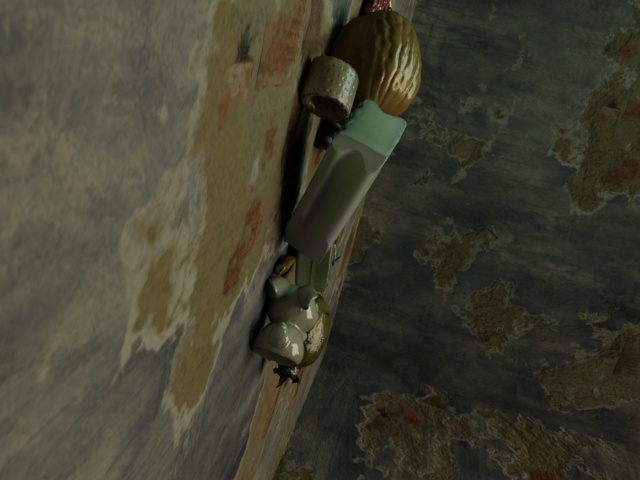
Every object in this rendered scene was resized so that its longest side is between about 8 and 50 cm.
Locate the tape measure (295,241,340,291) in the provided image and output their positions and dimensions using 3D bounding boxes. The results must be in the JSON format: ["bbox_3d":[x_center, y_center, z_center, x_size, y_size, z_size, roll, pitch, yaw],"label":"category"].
[{"bbox_3d":[0.000,0.000,1.573,0.207,0.115,0.235,-73,170,-71],"label":"tape measure"}]

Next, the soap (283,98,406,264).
[{"bbox_3d":[0.039,-0.114,1.302,0.347,0.115,0.208,-58,179,42],"label":"soap"}]

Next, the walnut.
[{"bbox_3d":[0.125,-0.396,1.357,0.225,0.224,0.261,80,22,-74],"label":"walnut"}]

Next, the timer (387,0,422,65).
[{"bbox_3d":[0.231,-0.667,1.973,0.266,0.175,0.175,64,39,-52],"label":"timer"}]

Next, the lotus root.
[{"bbox_3d":[-0.062,0.271,1.633,0.154,0.154,0.278,85,25,-71],"label":"lotus root"}]

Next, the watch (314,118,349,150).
[{"bbox_3d":[0.093,-0.280,1.548,0.171,0.196,0.200,-65,-165,4],"label":"watch"}]

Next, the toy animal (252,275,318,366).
[{"bbox_3d":[-0.080,0.190,1.396,0.178,0.127,0.193,75,34,-73],"label":"toy animal"}]

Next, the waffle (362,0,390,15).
[{"bbox_3d":[0.159,-0.660,1.643,0.221,0.055,0.234,-35,140,-78],"label":"waffle"}]

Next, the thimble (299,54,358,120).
[{"bbox_3d":[0.019,-0.298,1.170,0.115,0.102,0.090,81,24,-77],"label":"thimble"}]

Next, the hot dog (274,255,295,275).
[{"bbox_3d":[-0.084,0.056,1.449,0.044,0.028,0.137,-49,176,14],"label":"hot dog"}]
